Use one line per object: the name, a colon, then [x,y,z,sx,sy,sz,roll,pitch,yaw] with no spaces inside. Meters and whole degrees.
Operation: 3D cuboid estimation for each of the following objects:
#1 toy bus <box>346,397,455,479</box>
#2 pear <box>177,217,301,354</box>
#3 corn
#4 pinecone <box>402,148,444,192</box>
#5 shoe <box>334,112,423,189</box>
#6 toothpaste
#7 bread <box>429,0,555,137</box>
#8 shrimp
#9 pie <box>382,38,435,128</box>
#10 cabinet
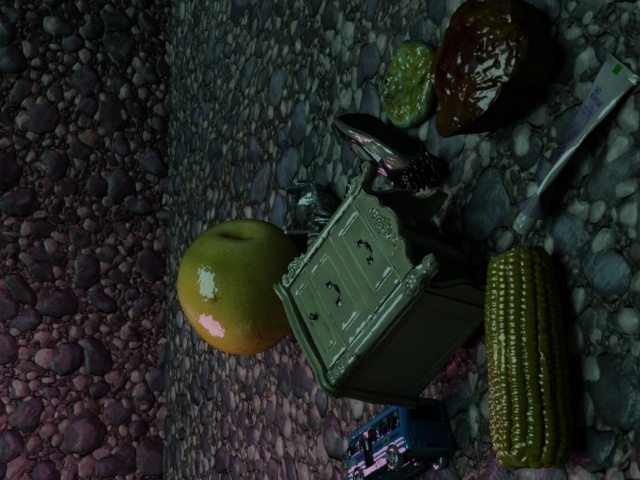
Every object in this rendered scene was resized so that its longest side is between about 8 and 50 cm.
toy bus: [0.147,0.400,1.621,0.246,0.114,0.134,-49,40,49]
pear: [-0.198,0.116,2.122,0.348,0.349,0.348,-12,76,63]
corn: [0.316,0.177,1.285,0.131,0.131,0.344,-26,64,61]
pinecone: [0.199,-0.132,1.613,0.083,0.077,0.077,-33,46,10]
shoe: [0.113,-0.185,1.738,0.227,0.099,0.112,33,134,36]
toothpaste: [0.381,-0.136,1.275,0.075,0.048,0.301,-77,11,-62]
bread: [0.280,-0.300,1.396,0.247,0.135,0.232,141,127,-57]
shrimp: [0.004,0.001,1.931,0.221,0.166,0.410,72,-169,-46]
pie: [0.185,-0.320,1.704,0.187,0.041,0.186,-15,73,63]
cabinet: [0.121,0.081,1.488,0.318,0.228,0.290,-54,40,25]
